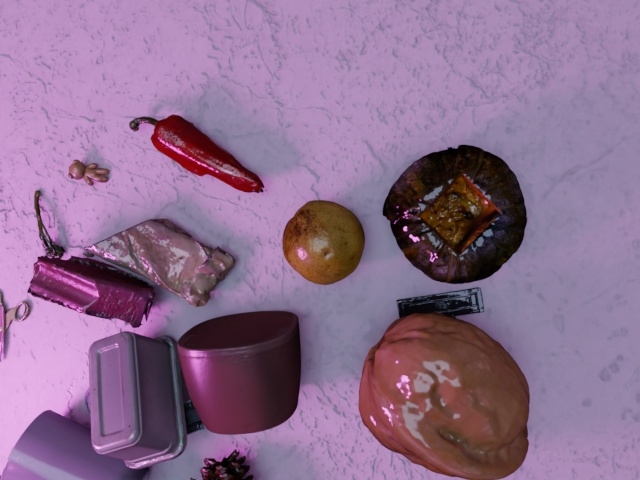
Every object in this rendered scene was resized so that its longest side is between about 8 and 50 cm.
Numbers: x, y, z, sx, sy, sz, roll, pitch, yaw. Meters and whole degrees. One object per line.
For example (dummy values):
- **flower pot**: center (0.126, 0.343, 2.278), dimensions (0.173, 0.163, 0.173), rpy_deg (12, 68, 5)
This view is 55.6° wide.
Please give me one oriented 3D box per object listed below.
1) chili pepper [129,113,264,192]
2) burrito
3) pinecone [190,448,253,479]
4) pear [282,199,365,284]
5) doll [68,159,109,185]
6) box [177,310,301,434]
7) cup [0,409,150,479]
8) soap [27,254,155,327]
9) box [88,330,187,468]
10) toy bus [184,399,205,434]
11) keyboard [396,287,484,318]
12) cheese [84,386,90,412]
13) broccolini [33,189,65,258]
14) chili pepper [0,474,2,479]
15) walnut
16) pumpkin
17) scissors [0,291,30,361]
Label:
- **chili pepper**: center (-0.303, -0.219, 1.502), dimensions (0.387, 0.110, 0.110), rpy_deg (33, 97, 4)
- **burrito**: center (-0.395, 0.035, 1.526), dimensions (0.347, 0.107, 0.175), rpy_deg (24, 66, 2)
- **pinecone**: center (-0.245, 0.632, 1.498), dimensions (0.184, 0.179, 0.205), rpy_deg (-8, 85, -29)
- **pear**: center (0.000, 0.000, 1.419), dimensions (0.197, 0.197, 0.197), rpy_deg (0, 93, 9)
- **doll**: center (-0.603, -0.174, 1.576), dimensions (0.093, 0.051, 0.062), rpy_deg (10, 88, 7)
- **box**: center (-0.175, 0.305, 1.420), dimensions (0.300, 0.301, 0.216), rpy_deg (-6, 96, 9)
- **cup**: center (-0.607, 0.587, 1.533), dimensions (0.312, 0.205, 0.206), rpy_deg (25, 96, 2)
- **soap**: center (-0.552, 0.129, 1.521), dimensions (0.289, 0.182, 0.112), rpy_deg (19, 96, 11)
- **box**: center (-0.451, 0.371, 1.458), dimensions (0.175, 0.182, 0.312), rpy_deg (-19, 62, 11)
- **toy bus**: center (-0.341, 0.453, 1.548), dimensions (0.193, 0.089, 0.087), rpy_deg (-23, 81, 9)
- **keyboard**: center (0.291, 0.159, 1.477), dimensions (0.204, 0.013, 0.061), rpy_deg (-10, 92, 9)
- **cheese**: center (-0.568, 0.456, 1.606), dimensions (0.105, 0.042, 0.191), rpy_deg (-8, 100, 12)
- **broccolini**: center (-0.728, -0.042, 1.602), dimensions (0.054, 0.052, 0.194), rpy_deg (-15, 90, 5)
- **chili pepper**: center (-0.879, 0.724, 1.662), dimensions (0.088, 0.065, 0.169), rpy_deg (8, 89, -8)
- **walnut**: center (0.268, 0.343, 1.344), dimensions (0.383, 0.383, 0.384), rpy_deg (0, 93, 9)
- **pumpkin**: center (0.310, -0.059, 1.373), dimensions (0.320, 0.192, 0.321), rpy_deg (0, 91, 7)
- **scissors**: center (-0.871, 0.237, 1.653), dimensions (0.133, 0.020, 0.187), rpy_deg (19, 94, 10)
